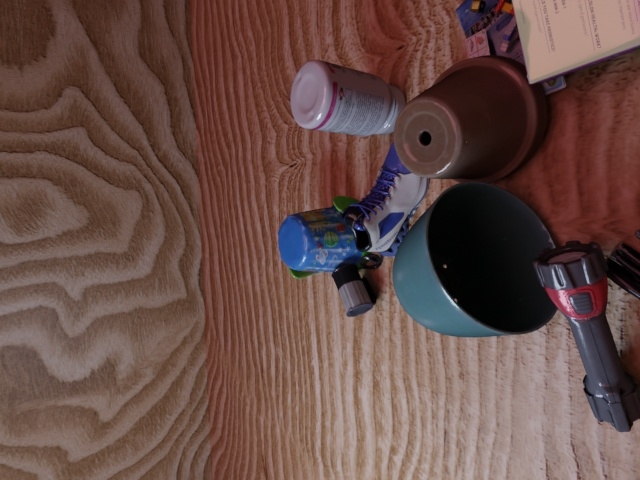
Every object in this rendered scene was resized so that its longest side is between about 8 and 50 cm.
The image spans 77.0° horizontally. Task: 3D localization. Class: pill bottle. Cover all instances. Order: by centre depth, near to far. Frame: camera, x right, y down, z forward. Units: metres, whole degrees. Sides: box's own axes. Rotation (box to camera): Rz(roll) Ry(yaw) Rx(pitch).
[{"bbox_3d":[0.079,-0.358,1.048,0.160,0.283,0.160,6,98,53],"label":"pill bottle"}]

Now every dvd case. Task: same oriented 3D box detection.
[{"bbox_3d":[0.396,-0.443,0.834,0.180,0.022,0.253,-31,68,49],"label":"dvd case"}]

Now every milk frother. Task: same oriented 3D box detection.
[{"bbox_3d":[0.122,0.127,1.165,0.143,0.129,0.135,-57,46,47],"label":"milk frother"}]

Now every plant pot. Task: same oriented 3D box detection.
[{"bbox_3d":[0.270,-0.222,0.804,0.263,0.229,0.263,29,130,41],"label":"plant pot"},{"bbox_3d":[0.284,0.063,0.827,0.235,0.293,0.293,131,126,-62],"label":"plant pot"}]

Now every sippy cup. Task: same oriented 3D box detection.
[{"bbox_3d":[0.000,0.000,1.238,0.240,0.224,0.306,24,112,49],"label":"sippy cup"}]

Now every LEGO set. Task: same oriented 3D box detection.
[{"bbox_3d":[0.368,-0.392,0.808,0.182,0.060,0.244,-11,88,52],"label":"LEGO set"}]

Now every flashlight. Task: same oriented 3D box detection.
[{"bbox_3d":[0.458,0.155,0.680,0.304,0.103,0.103,66,167,-10],"label":"flashlight"}]

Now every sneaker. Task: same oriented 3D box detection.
[{"bbox_3d":[0.159,-0.093,1.051,0.127,0.182,0.316,34,120,45],"label":"sneaker"}]

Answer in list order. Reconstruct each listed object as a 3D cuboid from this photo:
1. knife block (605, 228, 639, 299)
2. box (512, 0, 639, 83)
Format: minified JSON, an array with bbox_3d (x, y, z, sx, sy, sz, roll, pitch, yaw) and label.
[{"bbox_3d":[0.563,0.114,0.604,0.242,0.088,0.276,-8,86,55],"label":"knife block"},{"bbox_3d":[0.443,-0.395,0.622,0.243,0.117,0.214,-9,102,45],"label":"box"}]
